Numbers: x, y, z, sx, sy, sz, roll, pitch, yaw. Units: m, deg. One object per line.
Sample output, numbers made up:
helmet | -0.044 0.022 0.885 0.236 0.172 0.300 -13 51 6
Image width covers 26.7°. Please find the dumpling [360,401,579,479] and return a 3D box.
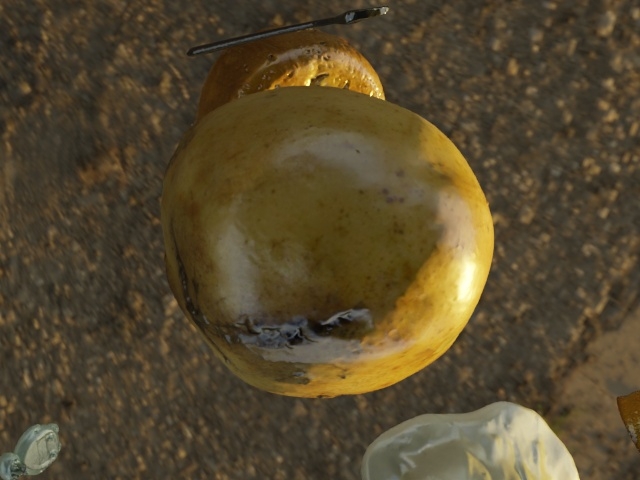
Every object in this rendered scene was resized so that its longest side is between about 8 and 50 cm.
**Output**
dumpling | 0.207 0.312 1.641 0.243 0.187 0.318 -49 121 -10

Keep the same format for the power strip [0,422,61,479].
power strip | -0.296 0.222 1.399 0.083 0.035 0.055 -30 124 -49

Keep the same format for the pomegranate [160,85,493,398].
pomegranate | 0.000 0.000 1.024 0.260 0.260 0.260 -6 108 -19

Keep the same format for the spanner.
spanner | -0.033 -0.184 1.191 0.046 0.208 0.012 -27 107 -58

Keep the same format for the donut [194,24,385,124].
donut | -0.033 -0.134 1.515 0.227 0.114 0.226 -14 121 -25

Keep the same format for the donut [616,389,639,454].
donut | 0.327 0.191 1.292 0.043 0.097 0.108 -36 121 18
